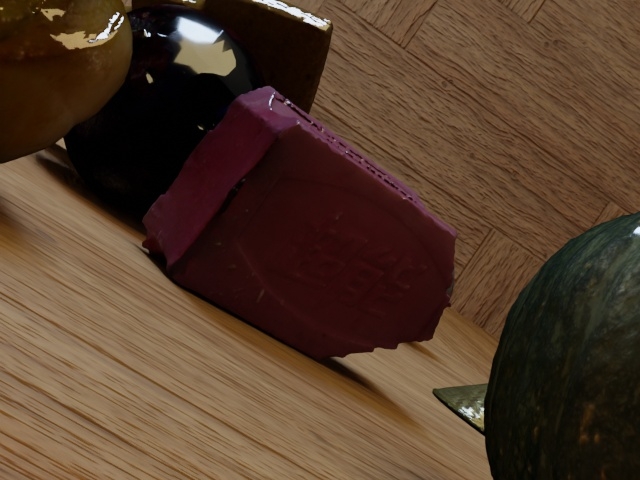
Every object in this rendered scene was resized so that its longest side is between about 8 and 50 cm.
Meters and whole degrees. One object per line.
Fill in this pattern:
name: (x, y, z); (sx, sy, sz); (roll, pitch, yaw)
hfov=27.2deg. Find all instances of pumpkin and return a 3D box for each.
pumpkin: (0.260, 0.136, 0.800); (0.328, 0.257, 0.291); (27, -8, -12)

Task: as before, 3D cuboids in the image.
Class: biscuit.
biscuit: (-0.117, -0.148, 1.289); (0.278, 0.302, 0.043); (62, 23, -28)

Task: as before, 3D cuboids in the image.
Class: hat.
hat: (0.195, 0.171, 1.379); (0.146, 0.067, 0.146); (34, 3, -2)

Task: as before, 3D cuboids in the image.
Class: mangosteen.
mangosteen: (-0.128, -0.101, 1.192); (0.194, 0.194, 0.230); (36, -12, 33)

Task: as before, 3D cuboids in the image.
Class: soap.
soap: (0.000, 0.000, 1.071); (0.250, 0.162, 0.099); (31, 4, -37)

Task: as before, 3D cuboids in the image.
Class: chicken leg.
chicken leg: (-0.301, -0.175, 0.864); (0.295, 0.182, 0.409); (14, 9, -30)

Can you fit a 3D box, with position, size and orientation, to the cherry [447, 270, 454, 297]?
cherry: (0.103, 0.041, 1.773); (0.176, 0.140, 0.176); (46, 26, -31)
